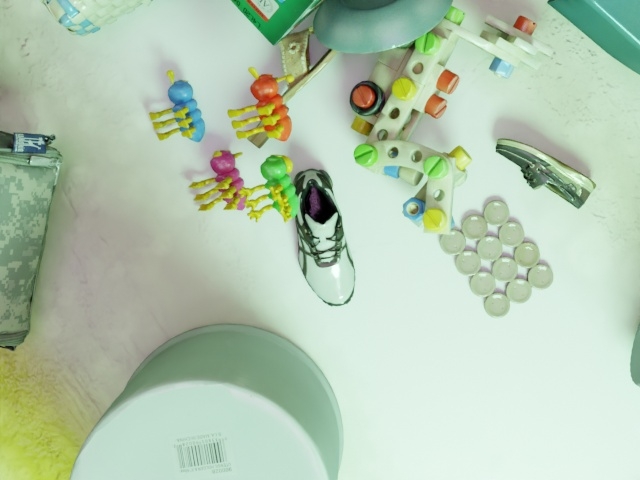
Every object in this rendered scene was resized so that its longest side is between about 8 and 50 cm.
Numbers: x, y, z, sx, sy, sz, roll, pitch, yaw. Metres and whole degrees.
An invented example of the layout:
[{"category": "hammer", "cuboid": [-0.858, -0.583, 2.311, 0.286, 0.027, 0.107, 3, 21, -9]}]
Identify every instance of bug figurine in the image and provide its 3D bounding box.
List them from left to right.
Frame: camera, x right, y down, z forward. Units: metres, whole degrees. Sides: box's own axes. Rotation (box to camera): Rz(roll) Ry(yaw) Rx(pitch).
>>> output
[{"category": "bug figurine", "cuboid": [-0.111, -0.130, 1.573, 0.072, 0.279, 0.216, -31, 114, -35]}]

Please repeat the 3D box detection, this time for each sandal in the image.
[{"category": "sandal", "cuboid": [-0.040, -0.242, 1.608, 0.079, 0.088, 0.240, 38, 98, -8]}]

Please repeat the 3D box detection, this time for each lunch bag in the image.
[{"category": "lunch bag", "cuboid": [-0.493, -0.014, 1.568, 0.256, 0.212, 0.305, 9, 100, -18]}]

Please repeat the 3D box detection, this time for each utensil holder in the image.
[{"category": "utensil holder", "cuboid": [-0.133, 0.293, 1.494, 0.327, 0.385, 0.328, 0, 94, 1]}]

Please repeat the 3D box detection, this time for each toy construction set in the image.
[{"category": "toy construction set", "cuboid": [0.163, -0.185, 1.578, 0.215, 0.151, 0.328, 32, 85, 23]}]

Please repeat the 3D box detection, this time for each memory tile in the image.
[{"category": "memory tile", "cuboid": [0.249, 0.026, 1.659, 0.113, 0.012, 0.148, -35, 92, 2]}]

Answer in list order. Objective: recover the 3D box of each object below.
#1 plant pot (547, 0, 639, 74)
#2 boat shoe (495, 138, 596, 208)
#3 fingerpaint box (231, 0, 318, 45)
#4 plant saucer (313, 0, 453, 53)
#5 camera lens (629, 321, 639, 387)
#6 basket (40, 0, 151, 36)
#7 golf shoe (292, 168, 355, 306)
[{"category": "plant pot", "cuboid": [0.461, -0.305, 1.567, 0.234, 0.165, 0.166, 41, 93, -10]}, {"category": "boat shoe", "cuboid": [0.307, -0.093, 1.629, 0.152, 0.056, 0.049, 26, 88, -1]}, {"category": "fingerpaint box", "cuboid": [-0.070, -0.535, 1.470, 0.445, 0.163, 0.371, 46, 64, -6]}, {"category": "plant saucer", "cuboid": [0.078, -0.322, 1.559, 0.195, 0.195, 0.037, -20, 131, 2]}, {"category": "camera lens", "cuboid": [0.581, 0.155, 1.559, 0.274, 0.219, 0.219, 23, 93, -1]}, {"category": "basket", "cuboid": [-0.275, -0.430, 1.541, 0.289, 0.201, 0.255, -36, 91, 9]}, {"category": "golf shoe", "cuboid": [0.000, 0.000, 1.620, 0.077, 0.094, 0.198, -16, 95, 0]}]
